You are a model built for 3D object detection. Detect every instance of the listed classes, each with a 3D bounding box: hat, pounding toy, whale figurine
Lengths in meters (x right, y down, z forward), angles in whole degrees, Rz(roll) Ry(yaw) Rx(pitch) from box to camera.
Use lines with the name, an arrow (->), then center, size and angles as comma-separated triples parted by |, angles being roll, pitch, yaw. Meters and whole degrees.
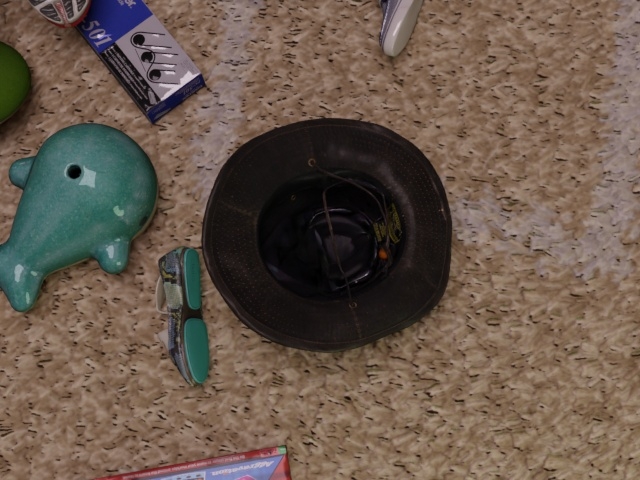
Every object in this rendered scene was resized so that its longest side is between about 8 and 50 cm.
hat -> 0.000, 0.000, 1.586 | 0.331, 0.134, 0.331 | 4, 76, -15
pounding toy -> -0.520, -0.239, 1.655 | 0.236, 0.110, 0.183 | -2, 49, 2
whale figurine -> -0.341, -0.036, 1.612 | 0.216, 0.141, 0.272 | 44, 83, 12

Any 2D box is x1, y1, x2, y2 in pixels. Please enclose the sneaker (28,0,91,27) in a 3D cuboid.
sneaker -> -0.382, -0.396, 1.712 | 0.107, 0.118, 0.279 | -26, 64, -6

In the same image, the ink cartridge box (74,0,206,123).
ink cartridge box -> -0.261, -0.272, 1.713 | 0.097, 0.046, 0.207 | -37, 76, -7

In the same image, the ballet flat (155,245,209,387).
ballet flat -> -0.186, 0.103, 1.617 | 0.070, 0.070, 0.188 | -5, 74, 3

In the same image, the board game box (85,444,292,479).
board game box -> -0.170, 0.358, 1.565 | 0.281, 0.027, 0.145 | -11, 77, 1

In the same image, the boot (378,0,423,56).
boot -> 0.097, -0.346, 1.704 | 0.086, 0.069, 0.190 | 17, 70, 15
